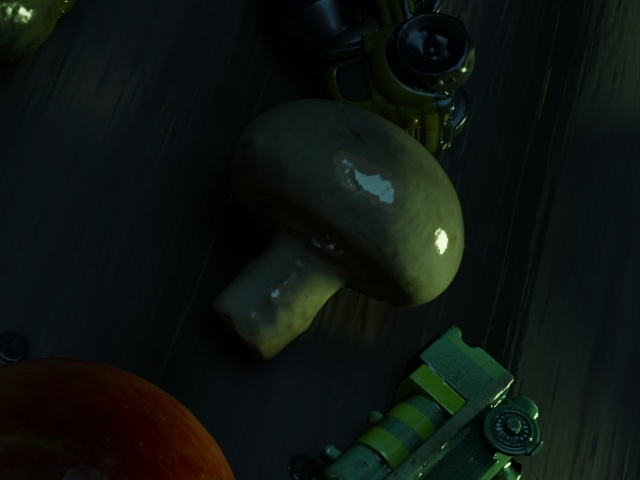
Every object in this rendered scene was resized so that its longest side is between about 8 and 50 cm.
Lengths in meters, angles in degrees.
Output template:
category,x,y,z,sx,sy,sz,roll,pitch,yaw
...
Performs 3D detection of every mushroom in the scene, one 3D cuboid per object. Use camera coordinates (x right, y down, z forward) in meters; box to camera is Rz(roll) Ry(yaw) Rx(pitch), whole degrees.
category,x,y,z,sx,sy,sz,roll,pitch,yaw
mushroom,0.002,-0.017,1.516,0.209,0.206,0.206,-26,75,-27

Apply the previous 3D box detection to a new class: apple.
category,x,y,z,sx,sy,sz,roll,pitch,yaw
apple,-0.167,0.205,1.331,0.251,0.163,0.293,23,57,-9

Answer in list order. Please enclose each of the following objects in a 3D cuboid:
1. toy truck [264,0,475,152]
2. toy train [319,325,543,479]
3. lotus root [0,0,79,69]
category,x,y,z,sx,sy,sz,roll,pitch,yaw
toy truck,0.040,-0.181,1.672,0.165,0.147,0.224,-11,68,-3
toy train,0.084,0.173,1.518,0.132,0.083,0.200,41,53,16
lotus root,-0.317,-0.208,1.508,0.309,0.173,0.173,-13,68,-37
